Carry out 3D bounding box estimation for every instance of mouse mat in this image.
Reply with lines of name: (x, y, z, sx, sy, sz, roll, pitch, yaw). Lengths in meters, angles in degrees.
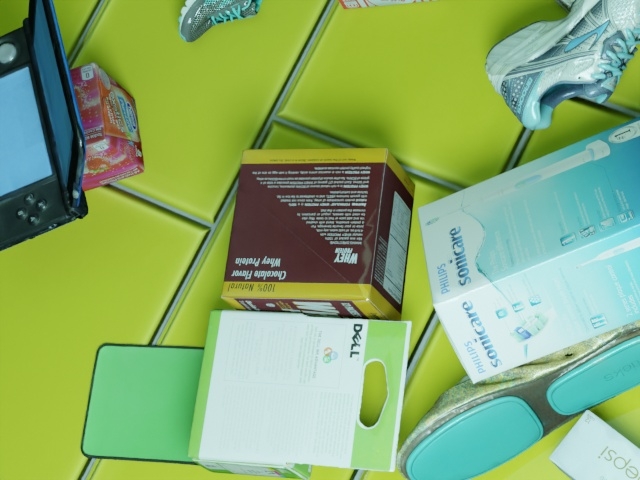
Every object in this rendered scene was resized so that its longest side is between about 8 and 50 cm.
mouse mat: (-0.212, 0.207, 2.015, 0.189, 0.007, 0.153, 1, 71, 22)

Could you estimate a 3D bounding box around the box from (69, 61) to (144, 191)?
box: (-0.381, -0.128, 2.130, 0.256, 0.128, 0.123, -16, 68, 14)

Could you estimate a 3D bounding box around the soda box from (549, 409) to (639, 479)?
soda box: (0.360, 0.284, 1.741, 0.216, 0.069, 0.074, 38, 87, 28)

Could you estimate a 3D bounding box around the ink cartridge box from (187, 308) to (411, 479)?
ink cartridge box: (-0.014, 0.190, 1.900, 0.255, 0.097, 0.189, 2, 71, 18)

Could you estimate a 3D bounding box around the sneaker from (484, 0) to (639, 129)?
sneaker: (0.342, -0.232, 1.910, 0.283, 0.110, 0.122, -34, 63, 24)

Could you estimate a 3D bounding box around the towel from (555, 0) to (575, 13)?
towel: (0.313, -0.425, 2.028, 0.187, 0.049, 0.282, -43, 63, 2)

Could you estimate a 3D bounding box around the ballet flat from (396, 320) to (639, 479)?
ballet flat: (0.239, 0.166, 1.814, 0.348, 0.123, 0.123, -29, 64, 8)

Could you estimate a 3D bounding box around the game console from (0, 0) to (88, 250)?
game console: (-0.395, -0.166, 1.980, 0.250, 0.173, 0.293, -22, 66, 12)

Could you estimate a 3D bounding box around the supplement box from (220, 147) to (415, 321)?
supplement box: (0.000, 0.000, 1.943, 0.191, 0.129, 0.194, 0, 71, 20)

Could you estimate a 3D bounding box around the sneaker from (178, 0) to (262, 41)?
sneaker: (-0.120, -0.324, 2.145, 0.166, 0.065, 0.076, -44, 67, 2)

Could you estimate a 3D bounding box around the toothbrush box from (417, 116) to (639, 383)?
toothbrush box: (0.272, 0.007, 1.790, 0.295, 0.126, 0.216, -22, 30, 10)

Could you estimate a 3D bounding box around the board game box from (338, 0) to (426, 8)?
board game box: (0.098, -0.409, 2.102, 0.146, 0.045, 0.194, -2, 71, 19)
